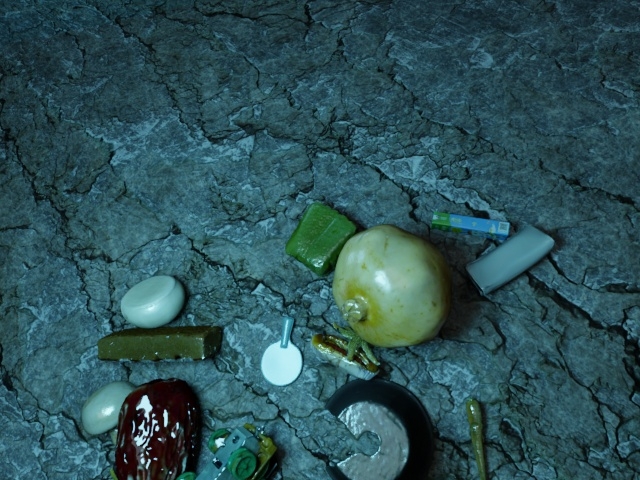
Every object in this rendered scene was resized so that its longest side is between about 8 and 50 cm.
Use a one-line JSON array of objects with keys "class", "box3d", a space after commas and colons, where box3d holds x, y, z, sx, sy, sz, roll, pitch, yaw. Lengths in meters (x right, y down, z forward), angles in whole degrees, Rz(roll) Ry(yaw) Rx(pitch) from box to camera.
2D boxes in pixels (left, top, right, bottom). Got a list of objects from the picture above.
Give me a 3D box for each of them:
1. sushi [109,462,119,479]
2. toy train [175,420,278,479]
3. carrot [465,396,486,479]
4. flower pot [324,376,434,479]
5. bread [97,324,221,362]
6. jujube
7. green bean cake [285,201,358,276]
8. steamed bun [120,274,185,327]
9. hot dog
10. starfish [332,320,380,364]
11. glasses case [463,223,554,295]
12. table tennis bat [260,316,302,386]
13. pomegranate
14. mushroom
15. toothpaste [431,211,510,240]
[{"class": "sushi", "box3d": [-0.594, 0.860, 1.394, 0.131, 0.139, 0.290, -41, 65, 15]}, {"class": "toy train", "box3d": [-0.276, 0.764, 1.304, 0.178, 0.249, 0.429, 5, 46, 52]}, {"class": "carrot", "box3d": [0.488, 0.621, 1.316, 0.049, 0.049, 0.254, -4, 71, 9]}, {"class": "flower pot", "box3d": [0.166, 0.598, 1.277, 0.380, 0.251, 0.378, -4, 66, 8]}, {"class": "bread", "box3d": [-0.581, 0.378, 1.538, 0.418, 0.165, 0.113, -3, 89, 11]}, {"class": "jujube", "box3d": [-0.527, 0.626, 1.380, 0.259, 0.258, 0.376, -16, 57, 4]}, {"class": "green bean cake", "box3d": [0.000, 0.000, 1.610, 0.222, 0.125, 0.248, 34, 76, 22]}, {"class": "steamed bun", "box3d": [-0.621, 0.243, 1.604, 0.232, 0.144, 0.231, -12, 30, 7]}, {"class": "hot dog", "box3d": [0.082, 0.390, 1.435, 0.253, 0.131, 0.069, 24, 104, 21]}, {"class": "starfish", "box3d": [0.136, 0.347, 1.445, 0.053, 0.176, 0.208, -58, 40, 21]}, {"class": "glasses case", "box3d": [0.650, 0.070, 1.482, 0.308, 0.083, 0.128, -33, 61, -3]}, {"class": "table tennis bat", "box3d": [-0.133, 0.396, 1.525, 0.153, 0.040, 0.243, 5, 74, 11]}, {"class": "pomegranate", "box3d": [0.219, 0.159, 1.366, 0.413, 0.411, 0.410, -4, 68, 9]}, {"class": "mushroom", "box3d": [-0.716, 0.597, 1.481, 0.209, 0.206, 0.206, 39, 80, 3]}, {"class": "toothpaste", "box3d": [0.547, -0.053, 1.558, 0.267, 0.065, 0.050, 10, 74, 14]}]
